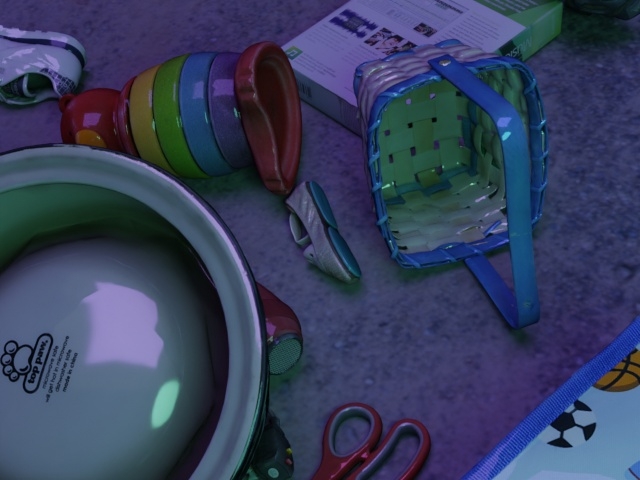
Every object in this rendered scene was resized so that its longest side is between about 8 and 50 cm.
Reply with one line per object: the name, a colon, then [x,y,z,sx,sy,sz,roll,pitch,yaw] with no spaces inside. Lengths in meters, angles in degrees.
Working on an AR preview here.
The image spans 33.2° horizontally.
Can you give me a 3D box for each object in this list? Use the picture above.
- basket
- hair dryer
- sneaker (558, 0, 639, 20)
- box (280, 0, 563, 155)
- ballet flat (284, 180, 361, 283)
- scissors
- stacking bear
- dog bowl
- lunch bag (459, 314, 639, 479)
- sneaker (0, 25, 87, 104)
basket: [0.149,-0.078,1.122,0.201,0.254,0.289,-15,37,-6]
hair dryer: [-0.129,0.120,1.107,0.224,0.080,0.293,-4,46,9]
sneaker: [0.329,-0.364,1.452,0.111,0.121,0.300,-48,32,10]
box: [0.129,-0.261,1.422,0.322,0.058,0.232,-38,54,-21]
ballet flat: [0.000,0.000,1.222,0.052,0.057,0.168,-37,43,14]
scissors: [-0.013,0.264,0.999,0.109,0.021,0.297,27,57,29]
stacking bear: [-0.181,-0.144,1.307,0.289,0.175,0.164,-6,32,16]
dog bowl: [-0.230,0.125,0.984,0.408,0.150,0.407,-3,76,11]
lunch bag: [0.238,0.280,0.780,0.385,0.239,0.328,-36,64,-28]
sneaker: [-0.444,-0.237,1.479,0.235,0.090,0.094,2,59,13]
